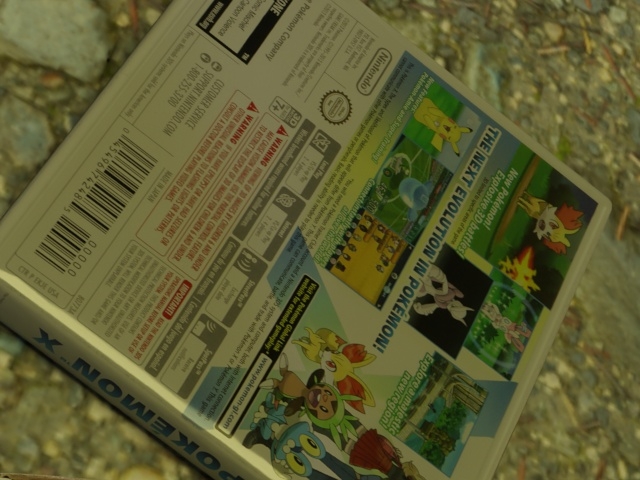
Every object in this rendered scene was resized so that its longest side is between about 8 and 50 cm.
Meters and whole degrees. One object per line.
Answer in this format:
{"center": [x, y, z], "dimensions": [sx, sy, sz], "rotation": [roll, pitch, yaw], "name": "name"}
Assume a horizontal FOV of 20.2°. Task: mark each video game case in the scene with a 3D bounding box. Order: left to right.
{"center": [0.000, 0.000, 1.022], "dimensions": [0.300, 0.036, 0.329], "rotation": [38, 49, -8], "name": "video game case"}

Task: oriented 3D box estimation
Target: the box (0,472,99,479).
{"center": [-0.052, 0.200, 0.741], "dimensions": [0.262, 0.231, 0.127], "rotation": [11, 58, -28], "name": "box"}
